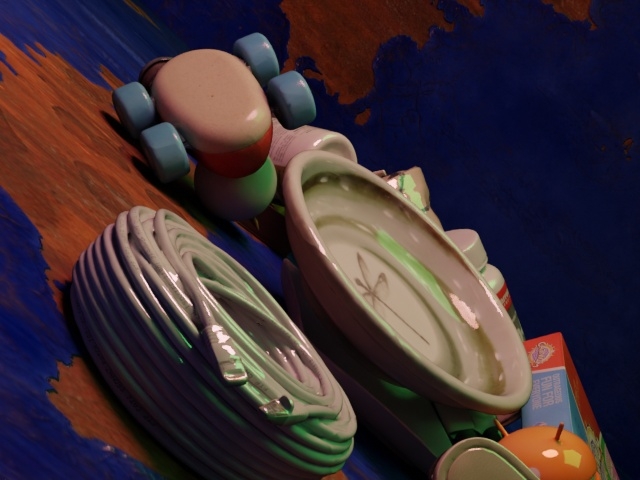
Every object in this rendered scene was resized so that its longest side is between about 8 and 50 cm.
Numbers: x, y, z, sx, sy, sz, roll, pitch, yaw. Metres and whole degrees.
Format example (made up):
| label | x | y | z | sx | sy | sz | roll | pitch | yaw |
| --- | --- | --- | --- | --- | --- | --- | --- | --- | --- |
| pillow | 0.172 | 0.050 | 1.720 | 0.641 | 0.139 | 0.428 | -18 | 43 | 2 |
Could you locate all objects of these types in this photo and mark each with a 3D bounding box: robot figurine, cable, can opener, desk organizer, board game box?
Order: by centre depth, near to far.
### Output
| label | x | y | z | sx | sy | sz | roll | pitch | yaw |
| --- | --- | --- | --- | --- | --- | --- | --- | --- | --- |
| cable | -0.077 | 0.086 | 0.814 | 0.257 | 0.089 | 0.257 | 50 | 7 | 35 |
| robot figurine | 0.246 | 0.297 | 1.148 | 0.158 | 0.128 | 0.219 | -115 | -169 | -81 |
| can opener | 0.208 | 0.248 | 1.321 | 0.283 | 0.076 | 0.095 | -112 | -157 | -44 |
| board game box | 0.345 | 0.317 | 1.396 | 0.242 | 0.064 | 0.316 | -73 | 141 | -62 |
| desk organizer | -0.079 | -0.029 | 1.600 | 0.130 | 0.050 | 0.047 | 39 | 10 | -47 |

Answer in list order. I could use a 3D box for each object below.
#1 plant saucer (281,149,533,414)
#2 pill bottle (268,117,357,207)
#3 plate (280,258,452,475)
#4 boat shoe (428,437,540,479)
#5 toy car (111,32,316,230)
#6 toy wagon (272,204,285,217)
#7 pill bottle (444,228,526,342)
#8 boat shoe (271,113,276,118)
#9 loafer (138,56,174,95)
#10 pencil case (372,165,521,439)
| label | x | y | z | sx | sy | sz | roll | pitch | yaw |
| --- | --- | --- | --- | --- | --- | --- | --- | --- | --- |
| plant saucer | 0.085 | 0.066 | 1.274 | 0.400 | 0.100 | 0.400 | 37 | 23 | -19 |
| pill bottle | -0.067 | -0.123 | 1.643 | 0.229 | 0.131 | 0.131 | 18 | -13 | 41 |
| plate | 0.050 | 0.164 | 1.286 | 0.278 | 0.045 | 0.277 | 44 | 8 | -17 |
| boat shoe | 0.226 | 0.342 | 1.042 | 0.340 | 0.127 | 0.113 | 44 | -20 | 3 |
| toy car | -0.130 | -0.116 | 1.427 | 0.210 | 0.219 | 0.238 | 51 | -20 | 42 |
| toy wagon | 0.000 | 0.000 | 1.843 | 0.344 | 0.068 | 0.267 | 50 | 8 | 35 |
| pill bottle | 0.237 | 0.136 | 1.705 | 0.161 | 0.161 | 0.283 | -109 | 177 | -74 |
| boat shoe | -0.053 | -0.148 | 1.768 | 0.223 | 0.073 | 0.080 | 43 | -18 | -8 |
| loafer | -0.176 | -0.186 | 1.731 | 0.302 | 0.109 | 0.095 | 43 | 11 | -47 |
| pencil case | 0.155 | 0.083 | 1.528 | 0.410 | 0.160 | 0.183 | 62 | 7 | 2 |
